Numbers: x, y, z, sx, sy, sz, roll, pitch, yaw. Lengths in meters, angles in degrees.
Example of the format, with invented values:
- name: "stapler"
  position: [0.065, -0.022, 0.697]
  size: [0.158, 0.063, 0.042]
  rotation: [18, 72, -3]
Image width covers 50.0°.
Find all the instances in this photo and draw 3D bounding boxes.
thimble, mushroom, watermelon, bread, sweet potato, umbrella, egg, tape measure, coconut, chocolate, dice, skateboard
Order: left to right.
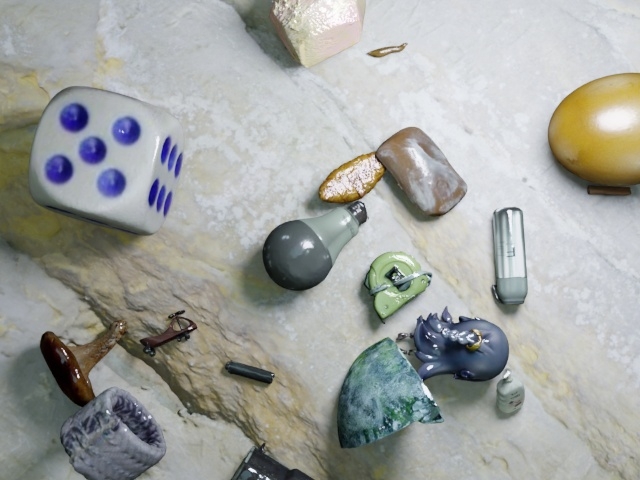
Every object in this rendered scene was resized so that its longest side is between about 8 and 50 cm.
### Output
- name: "mushroom"
  position: [-0.583, 0.294, 1.770]
  size: [0.218, 0.148, 0.227]
  rotation: [-30, 90, -18]
- name: "dice"
  position: [-0.531, -0.194, 1.735]
  size: [0.304, 0.277, 0.304]
  rotation: [14, 82, 3]
- name: "thimble"
  position: [-0.506, 0.484, 1.677]
  size: [0.157, 0.245, 0.217]
  rotation: [-39, 65, -4]
- name: "skateboard"
  position: [-0.400, 0.240, 1.800]
  size: [0.151, 0.067, 0.080]
  rotation: [-23, 74, -7]
- name: "umbrella"
  position: [-0.185, 0.346, 1.795]
  size: [0.133, 0.031, 0.036]
  rotation: [16, 83, 3]
- name: "coconut"
  position: [0.004, -0.599, 1.797]
  size: [0.245, 0.233, 0.233]
  rotation: [-31, 85, 0]
- name: "bread"
  position: [0.090, -0.161, 1.819]
  size: [0.233, 0.076, 0.105]
  rotation: [-33, 94, -15]
- name: "watermelon"
  position: [0.167, 0.424, 1.709]
  size: [0.289, 0.214, 0.320]
  rotation: [-52, 41, 0]
- name: "sweet potato"
  position: [0.187, -0.521, 1.885]
  size: [0.115, 0.026, 0.026]
  rotation: [-12, 84, -3]
- name: "tape measure"
  position: [0.194, 0.105, 1.789]
  size: [0.177, 0.087, 0.154]
  rotation: [-34, 84, -5]
- name: "chocolate"
  position: [0.278, -0.189, 1.794]
  size: [0.157, 0.080, 0.254]
  rotation: [-37, 88, -26]
- name: "egg"
  position: [0.754, -0.277, 1.724]
  size: [0.351, 0.282, 0.282]
  rotation: [-3, 84, 1]

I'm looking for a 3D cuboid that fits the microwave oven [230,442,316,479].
- name: "microwave oven"
  position: [-0.093, 0.715, 1.663]
  size: [0.355, 0.218, 0.286]
  rotation: [33, 86, 4]

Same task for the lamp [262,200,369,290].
- name: "lamp"
  position: [0.003, 0.019, 1.773]
  size: [0.314, 0.182, 0.181]
  rotation: [-17, 84, -20]

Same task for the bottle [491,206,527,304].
- name: "bottle"
  position: [0.491, 0.041, 1.800]
  size: [0.096, 0.079, 0.253]
  rotation: [-7, 82, 38]

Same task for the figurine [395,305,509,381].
- name: "figurine"
  position: [0.340, 0.270, 1.733]
  size: [0.265, 0.197, 0.175]
  rotation: [-2, 96, -9]

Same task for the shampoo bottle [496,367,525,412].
- name: "shampoo bottle"
  position: [0.478, 0.371, 1.732]
  size: [0.077, 0.152, 0.045]
  rotation: [-23, 40, -7]

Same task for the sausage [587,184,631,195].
- name: "sausage"
  position: [0.774, -0.134, 1.839]
  size: [0.116, 0.026, 0.026]
  rotation: [2, 84, 0]
